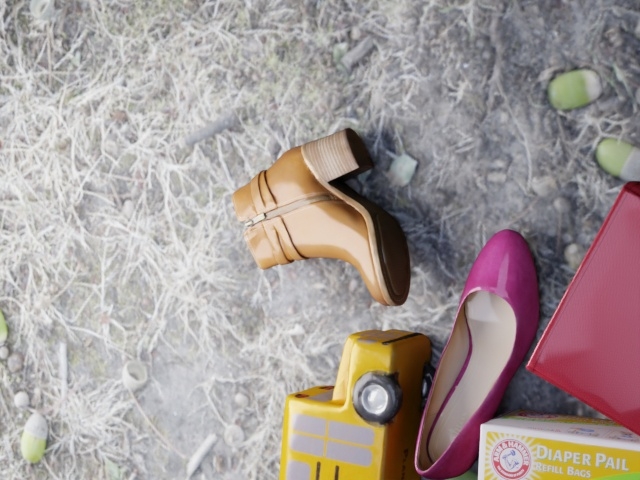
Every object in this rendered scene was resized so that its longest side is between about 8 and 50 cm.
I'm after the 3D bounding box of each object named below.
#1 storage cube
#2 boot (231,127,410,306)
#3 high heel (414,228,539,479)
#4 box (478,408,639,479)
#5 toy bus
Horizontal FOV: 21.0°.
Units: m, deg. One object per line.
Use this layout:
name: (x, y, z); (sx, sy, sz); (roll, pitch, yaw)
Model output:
storage cube: (0.329, 0.074, 1.525); (0.193, 0.183, 0.215); (31, 105, 19)
boot: (0.000, 0.000, 1.742); (0.152, 0.073, 0.197); (-27, 70, 23)
high heel: (0.143, 0.110, 1.652); (0.082, 0.117, 0.244); (22, 103, 24)
box: (0.256, 0.229, 1.613); (0.203, 0.103, 0.114); (4, 95, 25)
toy bus: (0.031, 0.254, 1.722); (0.130, 0.108, 0.333); (8, 97, 27)
